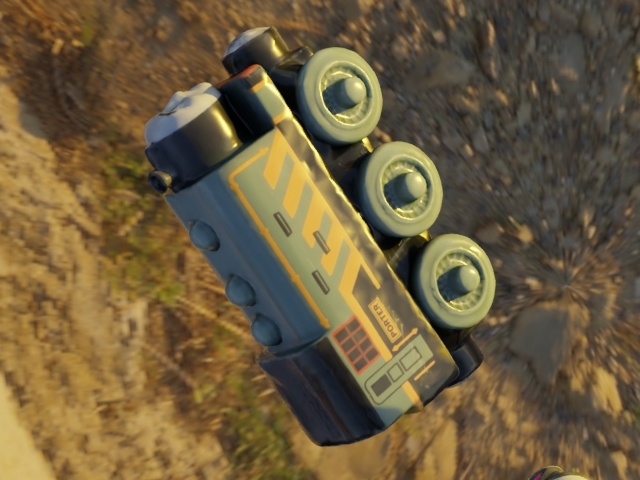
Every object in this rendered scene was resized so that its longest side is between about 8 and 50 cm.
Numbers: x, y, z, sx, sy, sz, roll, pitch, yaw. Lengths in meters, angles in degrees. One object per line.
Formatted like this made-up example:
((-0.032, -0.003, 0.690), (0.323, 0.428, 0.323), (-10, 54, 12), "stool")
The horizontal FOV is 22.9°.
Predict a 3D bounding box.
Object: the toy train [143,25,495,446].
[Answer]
((0.000, 0.000, 1.239), (0.190, 0.142, 0.334), (-40, 104, -32), "toy train")

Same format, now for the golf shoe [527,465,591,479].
((0.230, 0.373, 1.634), (0.105, 0.120, 0.273), (11, 91, -12), "golf shoe")
